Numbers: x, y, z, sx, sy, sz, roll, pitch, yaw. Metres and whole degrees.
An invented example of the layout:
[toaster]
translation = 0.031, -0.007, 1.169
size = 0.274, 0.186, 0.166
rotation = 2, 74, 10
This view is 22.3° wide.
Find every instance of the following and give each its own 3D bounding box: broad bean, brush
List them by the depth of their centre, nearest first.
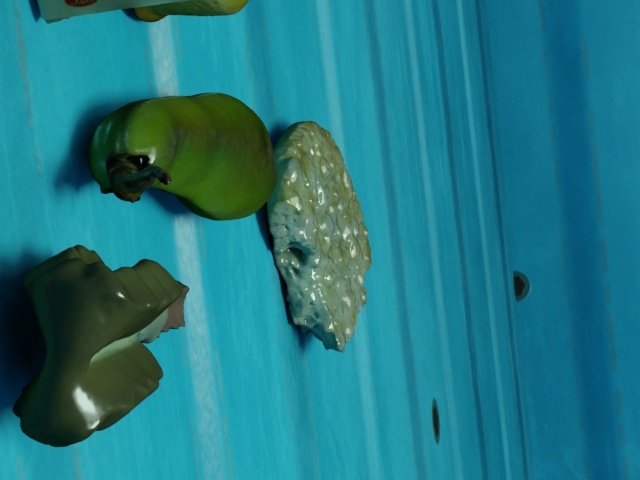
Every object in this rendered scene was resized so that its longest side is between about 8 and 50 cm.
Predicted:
[brush]
translation = -0.102, 0.042, 0.836
size = 0.301, 0.071, 0.084
rotation = -35, 136, -85
[broad bean]
translation = -0.079, -0.049, 0.955
size = 0.075, 0.067, 0.325
rotation = 55, 14, 6

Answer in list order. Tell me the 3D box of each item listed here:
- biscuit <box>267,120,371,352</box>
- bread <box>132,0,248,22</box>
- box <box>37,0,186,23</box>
[biscuit]
translation = 0.000, 0.000, 1.315
size = 0.265, 0.040, 0.188
rotation = 45, 41, -69
[bread]
translation = -0.077, -0.191, 0.961
size = 0.156, 0.086, 0.125
rotation = -25, 119, -73
[box]
translation = -0.050, -0.208, 0.791
size = 0.095, 0.212, 0.168
rotation = -76, 157, -58
